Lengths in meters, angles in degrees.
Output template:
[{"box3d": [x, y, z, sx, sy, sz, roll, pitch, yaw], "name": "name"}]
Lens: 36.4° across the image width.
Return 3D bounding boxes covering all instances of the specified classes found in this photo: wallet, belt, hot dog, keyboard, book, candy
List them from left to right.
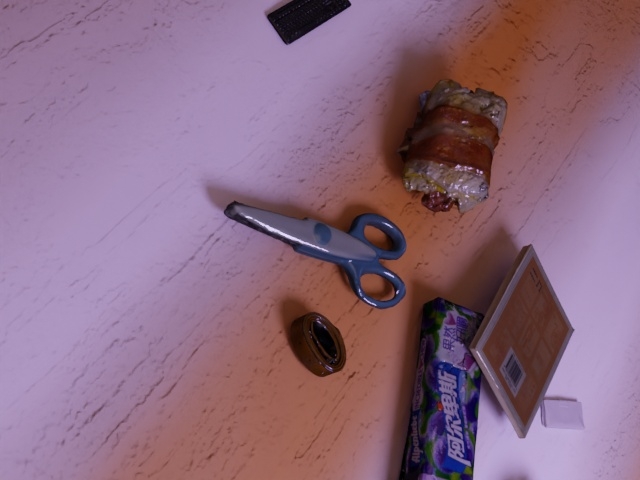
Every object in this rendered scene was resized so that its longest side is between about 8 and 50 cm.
[{"box3d": [-0.014, -0.335, 1.418, 0.155, 0.010, 0.053, -41, 96, -37], "name": "keyboard"}, {"box3d": [-0.002, 0.131, 1.238, 0.059, 0.036, 0.083, -33, 93, -44], "name": "belt"}, {"box3d": [0.165, 0.230, 1.299, 0.088, 0.061, 0.312, 23, 61, -24], "name": "candy"}, {"box3d": [0.193, -0.136, 1.429, 0.146, 0.103, 0.213, 24, 63, -1], "name": "hot dog"}, {"box3d": [0.295, 0.141, 1.408, 0.170, 0.018, 0.242, 60, 43, -20], "name": "book"}, {"box3d": [0.363, 0.260, 1.455, 0.083, 0.011, 0.044, 10, 67, -31], "name": "wallet"}]

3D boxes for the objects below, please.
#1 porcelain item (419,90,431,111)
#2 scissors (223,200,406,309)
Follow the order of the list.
[{"box3d": [0.183, -0.201, 1.492, 0.083, 0.028, 0.036, 30, 61, -21], "name": "porcelain item"}, {"box3d": [0.000, 0.000, 1.284, 0.289, 0.041, 0.138, 20, 61, -32], "name": "scissors"}]
